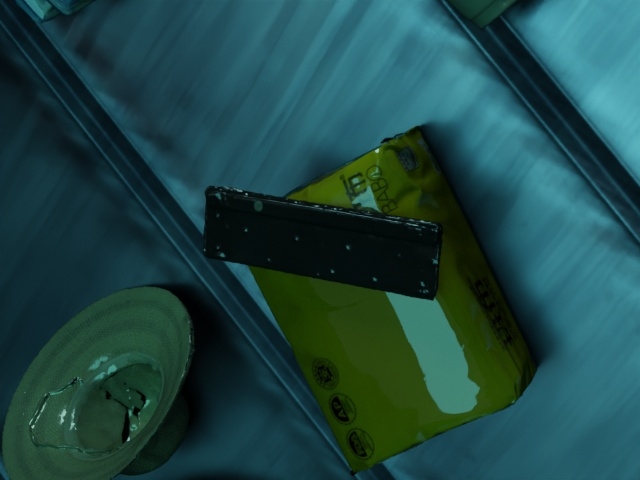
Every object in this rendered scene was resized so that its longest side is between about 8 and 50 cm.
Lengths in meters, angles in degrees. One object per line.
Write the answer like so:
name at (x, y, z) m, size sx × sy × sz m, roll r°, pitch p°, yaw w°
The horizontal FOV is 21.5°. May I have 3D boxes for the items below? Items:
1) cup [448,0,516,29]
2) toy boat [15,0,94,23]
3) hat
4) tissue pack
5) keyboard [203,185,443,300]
cup at (0.125, -0.263, 1.502) m, size 0.120 × 0.120 × 0.141 m, roll -37°, pitch 95°, yaw 25°
toy boat at (-0.310, -0.318, 1.681) m, size 0.238 × 0.109 × 0.098 m, roll 49°, pitch 139°, yaw 1°
hat at (-0.195, 0.177, 1.718) m, size 0.252 × 0.252 × 0.110 m, roll -24°, pitch 133°, yaw 25°
tissue pack at (0.060, 0.055, 1.578) m, size 0.192 × 0.134 × 0.271 m, roll -28°, pitch 90°, yaw 24°
keyboard at (0.000, 0.000, 1.508) m, size 0.231 × 0.023 × 0.072 m, roll 10°, pitch 109°, yaw 22°
